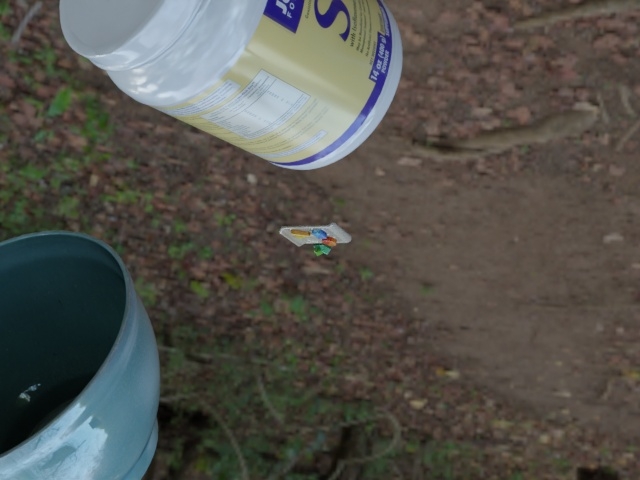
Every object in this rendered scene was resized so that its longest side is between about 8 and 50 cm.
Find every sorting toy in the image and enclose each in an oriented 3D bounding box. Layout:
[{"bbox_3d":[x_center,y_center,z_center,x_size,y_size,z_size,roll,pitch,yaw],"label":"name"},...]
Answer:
[{"bbox_3d":[0.000,0.000,1.131,0.062,0.012,0.083,-6,161,22],"label":"sorting toy"}]

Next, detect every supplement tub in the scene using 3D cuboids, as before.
[{"bbox_3d":[-0.093,-0.235,1.182,0.241,0.241,0.331,-10,159,39],"label":"supplement tub"}]

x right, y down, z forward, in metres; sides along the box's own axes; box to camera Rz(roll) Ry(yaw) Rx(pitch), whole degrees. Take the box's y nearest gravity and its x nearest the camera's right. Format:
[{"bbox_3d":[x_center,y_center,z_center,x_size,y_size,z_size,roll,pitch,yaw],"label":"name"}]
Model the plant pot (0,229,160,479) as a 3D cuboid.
[{"bbox_3d":[-0.277,0.161,1.053,0.293,0.293,0.196,-2,137,25],"label":"plant pot"}]
